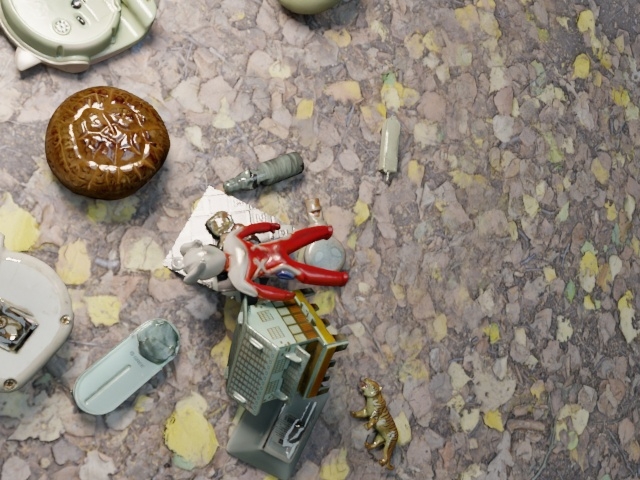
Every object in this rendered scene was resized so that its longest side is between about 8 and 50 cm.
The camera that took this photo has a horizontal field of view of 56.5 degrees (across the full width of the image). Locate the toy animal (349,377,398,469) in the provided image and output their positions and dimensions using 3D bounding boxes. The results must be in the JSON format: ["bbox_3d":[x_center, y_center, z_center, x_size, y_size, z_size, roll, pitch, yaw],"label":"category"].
[{"bbox_3d":[0.150,0.472,1.525,0.099,0.057,0.241,-29,97,-27],"label":"toy animal"}]

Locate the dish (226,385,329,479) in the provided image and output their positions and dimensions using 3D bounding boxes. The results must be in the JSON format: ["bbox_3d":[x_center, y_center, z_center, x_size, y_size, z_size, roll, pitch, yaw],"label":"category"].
[{"bbox_3d":[-0.083,0.424,1.398,0.182,0.080,0.243,35,71,-20],"label":"dish"}]

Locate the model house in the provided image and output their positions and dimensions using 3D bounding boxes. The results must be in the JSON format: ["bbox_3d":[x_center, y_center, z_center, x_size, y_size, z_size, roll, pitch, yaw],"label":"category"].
[{"bbox_3d":[-0.092,0.241,1.315,0.215,0.224,0.198,-6,43,-32],"label":"model house"}]

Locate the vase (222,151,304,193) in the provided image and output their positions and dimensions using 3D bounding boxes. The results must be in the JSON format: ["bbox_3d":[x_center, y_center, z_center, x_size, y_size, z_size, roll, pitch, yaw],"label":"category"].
[{"bbox_3d":[-0.140,-0.158,1.446,0.212,0.060,0.059,-24,95,-26],"label":"vase"}]

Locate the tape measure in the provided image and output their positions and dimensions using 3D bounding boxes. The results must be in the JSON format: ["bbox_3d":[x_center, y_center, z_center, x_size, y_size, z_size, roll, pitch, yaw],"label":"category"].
[{"bbox_3d":[-0.611,0.136,1.130,0.265,0.130,0.258,33,68,-21],"label":"tape measure"}]

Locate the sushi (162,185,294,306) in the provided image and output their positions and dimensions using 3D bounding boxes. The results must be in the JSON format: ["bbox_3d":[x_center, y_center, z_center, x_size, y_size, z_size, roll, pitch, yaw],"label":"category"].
[{"bbox_3d":[-0.205,0.005,1.351,0.231,0.047,0.219,26,71,1],"label":"sushi"}]

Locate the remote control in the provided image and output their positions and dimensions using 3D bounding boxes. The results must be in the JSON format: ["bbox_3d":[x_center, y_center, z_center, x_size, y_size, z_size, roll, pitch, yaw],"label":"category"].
[{"bbox_3d":[-0.408,0.263,1.262,0.247,0.052,0.104,-40,104,-26],"label":"remote control"}]

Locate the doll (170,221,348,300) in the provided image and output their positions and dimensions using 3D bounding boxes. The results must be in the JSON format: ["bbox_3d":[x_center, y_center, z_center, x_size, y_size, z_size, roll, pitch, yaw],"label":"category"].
[{"bbox_3d":[-0.128,0.043,1.287,0.384,0.099,0.188,1,59,-28],"label":"doll"}]

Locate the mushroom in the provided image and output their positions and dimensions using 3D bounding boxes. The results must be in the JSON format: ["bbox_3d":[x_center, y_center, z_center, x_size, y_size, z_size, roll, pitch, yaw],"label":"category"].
[{"bbox_3d":[-0.443,-0.206,1.248,0.253,0.153,0.253,5,75,-19],"label":"mushroom"}]

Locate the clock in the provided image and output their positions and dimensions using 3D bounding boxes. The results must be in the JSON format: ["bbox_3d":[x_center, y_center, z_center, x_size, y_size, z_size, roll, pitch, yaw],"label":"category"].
[{"bbox_3d":[-0.536,-0.494,1.251,0.324,0.109,0.265,-44,105,-24],"label":"clock"}]

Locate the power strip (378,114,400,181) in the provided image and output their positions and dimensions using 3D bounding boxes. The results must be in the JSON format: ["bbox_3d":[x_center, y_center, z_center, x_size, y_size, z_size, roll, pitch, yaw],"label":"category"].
[{"bbox_3d":[0.190,-0.253,1.643,0.048,0.030,0.191,11,79,-27],"label":"power strip"}]

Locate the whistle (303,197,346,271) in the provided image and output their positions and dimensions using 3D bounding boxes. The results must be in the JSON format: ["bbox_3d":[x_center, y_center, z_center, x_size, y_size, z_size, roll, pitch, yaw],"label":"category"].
[{"bbox_3d":[0.000,0.000,1.505,0.107,0.057,0.219,-13,86,-14],"label":"whistle"}]

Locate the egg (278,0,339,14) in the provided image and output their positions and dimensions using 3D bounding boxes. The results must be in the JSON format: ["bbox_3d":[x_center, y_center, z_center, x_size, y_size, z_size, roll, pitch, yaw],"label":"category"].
[{"bbox_3d":[-0.017,-0.671,1.495,0.253,0.187,0.186,-44,104,-28],"label":"egg"}]
